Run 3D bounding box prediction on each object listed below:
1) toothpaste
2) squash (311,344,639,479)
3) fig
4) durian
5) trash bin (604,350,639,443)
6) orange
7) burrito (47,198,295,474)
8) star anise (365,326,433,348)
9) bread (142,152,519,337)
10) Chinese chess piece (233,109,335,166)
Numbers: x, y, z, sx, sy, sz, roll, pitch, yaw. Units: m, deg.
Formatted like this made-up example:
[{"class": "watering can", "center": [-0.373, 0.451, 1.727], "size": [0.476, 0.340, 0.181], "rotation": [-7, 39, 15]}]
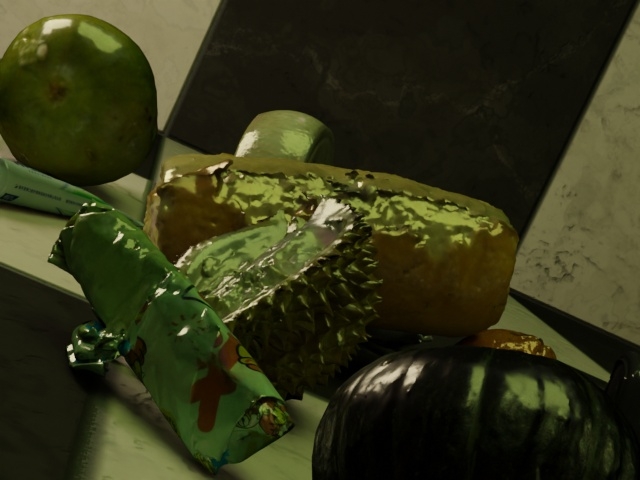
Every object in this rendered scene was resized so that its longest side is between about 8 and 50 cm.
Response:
[{"class": "toothpaste", "center": [-0.309, -0.052, 1.320], "size": [0.075, 0.048, 0.297], "rotation": [25, 2, 24]}, {"class": "squash", "center": [0.089, 0.138, 0.667], "size": [0.193, 0.156, 0.193], "rotation": [31, -25, 16]}, {"class": "fig", "center": [-0.304, -0.178, 1.574], "size": [0.233, 0.233, 0.314], "rotation": [28, 2, 29]}, {"class": "durian", "center": [-0.054, 0.070, 0.927], "size": [0.237, 0.137, 0.193], "rotation": [-21, 22, -16]}, {"class": "trash bin", "center": [0.451, 0.238, 1.256], "size": [0.290, 0.182, 0.209], "rotation": [20, 6, 10]}, {"class": "orange", "center": [0.198, 0.152, 1.234], "size": [0.136, 0.117, 0.135], "rotation": [23, -3, 1]}, {"class": "burrito", "center": [-0.127, 0.068, 0.804], "size": [0.288, 0.104, 0.054], "rotation": [46, -14, 39]}, {"class": "star anise", "center": [0.060, 0.062, 1.447], "size": [0.229, 0.093, 0.236], "rotation": [44, -2, 36]}, {"class": "bread", "center": [0.000, 0.000, 1.213], "size": [0.375, 0.165, 0.236], "rotation": [9, 0, -9]}, {"class": "Chinese chess piece", "center": [-0.050, -0.053, 1.453], "size": [0.092, 0.237, 0.238], "rotation": [11, 3, 12]}]
